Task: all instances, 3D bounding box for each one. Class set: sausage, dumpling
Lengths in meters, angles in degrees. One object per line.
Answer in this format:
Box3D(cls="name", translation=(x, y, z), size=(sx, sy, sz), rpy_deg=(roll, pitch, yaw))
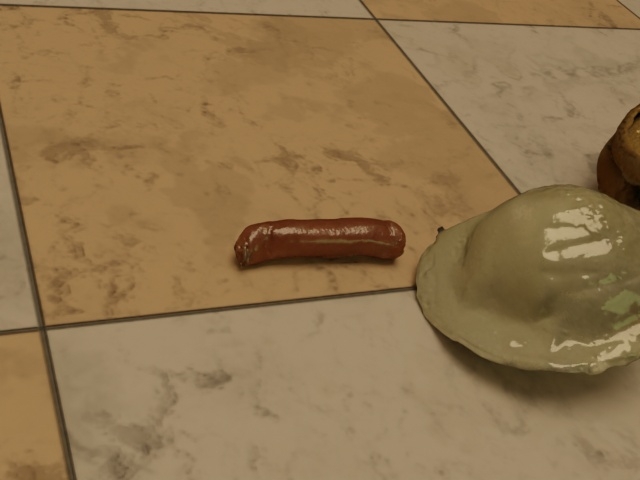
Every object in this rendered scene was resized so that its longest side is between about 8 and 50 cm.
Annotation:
Box3D(cls="sausage", translation=(0.000, 0.000, 0.754), size=(0.158, 0.036, 0.042), rpy_deg=(-3, 35, -23))
Box3D(cls="dumpling", translation=(0.199, 0.040, 0.714), size=(0.216, 0.126, 0.166), rpy_deg=(15, 54, -7))

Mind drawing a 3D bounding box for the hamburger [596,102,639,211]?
Box3D(cls="hamburger", translation=(0.411, -0.065, 0.899), size=(0.243, 0.146, 0.286), rpy_deg=(6, 45, -3))
